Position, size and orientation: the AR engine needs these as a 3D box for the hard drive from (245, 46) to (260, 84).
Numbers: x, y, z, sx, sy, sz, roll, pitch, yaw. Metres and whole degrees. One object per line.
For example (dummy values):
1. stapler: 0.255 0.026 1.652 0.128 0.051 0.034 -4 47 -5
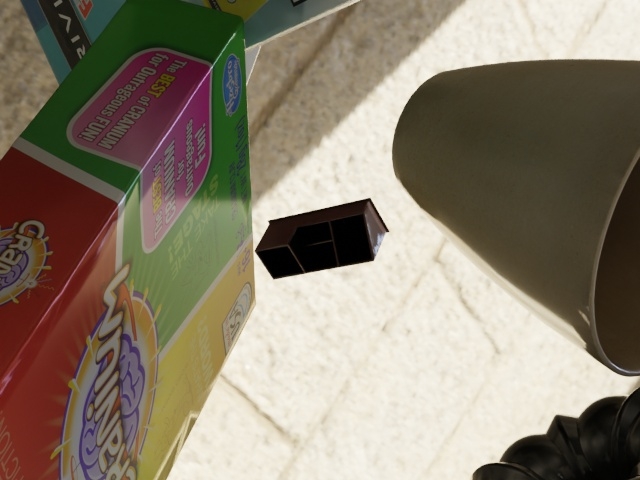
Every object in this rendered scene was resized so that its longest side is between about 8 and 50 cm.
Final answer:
1. hard drive: -0.100 -0.310 1.259 0.307 0.040 0.203 -71 158 -7

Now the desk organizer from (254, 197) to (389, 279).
1. desk organizer: 0.000 0.000 1.151 0.047 0.130 0.050 58 37 -29

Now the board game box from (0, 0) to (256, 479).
1. board game box: -0.123 0.066 0.556 0.242 0.064 0.316 91 19 -49

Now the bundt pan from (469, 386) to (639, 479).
1. bundt pan: 0.228 0.222 0.875 0.331 0.331 0.124 -33 98 -33

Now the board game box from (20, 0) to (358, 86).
1. board game box: -0.098 -0.225 0.650 0.079 0.336 0.254 -30 101 -35

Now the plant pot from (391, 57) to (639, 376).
1. plant pot: 0.201 -0.053 0.964 0.256 0.274 0.256 -22 124 -37
